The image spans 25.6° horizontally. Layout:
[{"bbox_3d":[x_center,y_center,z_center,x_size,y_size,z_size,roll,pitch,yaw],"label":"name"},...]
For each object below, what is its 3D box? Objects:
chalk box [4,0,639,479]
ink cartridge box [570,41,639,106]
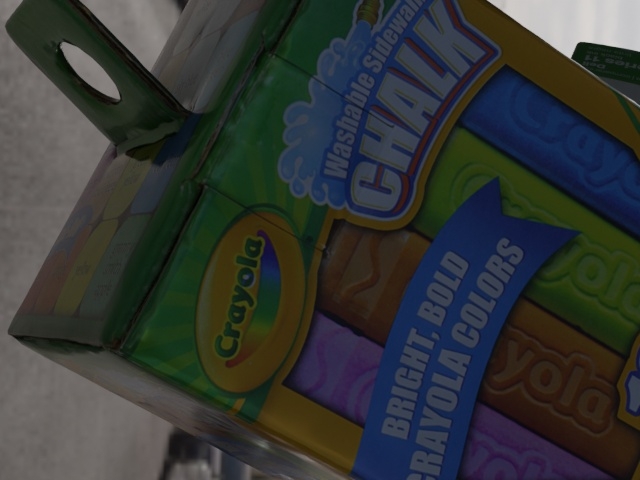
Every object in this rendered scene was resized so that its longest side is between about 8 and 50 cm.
[{"bbox_3d":[0.000,0.000,0.556,0.179,0.289,0.180,-64,-162,-12],"label":"chalk box"},{"bbox_3d":[0.160,-0.004,0.835,0.208,0.086,0.153,-57,159,-54],"label":"ink cartridge box"}]
